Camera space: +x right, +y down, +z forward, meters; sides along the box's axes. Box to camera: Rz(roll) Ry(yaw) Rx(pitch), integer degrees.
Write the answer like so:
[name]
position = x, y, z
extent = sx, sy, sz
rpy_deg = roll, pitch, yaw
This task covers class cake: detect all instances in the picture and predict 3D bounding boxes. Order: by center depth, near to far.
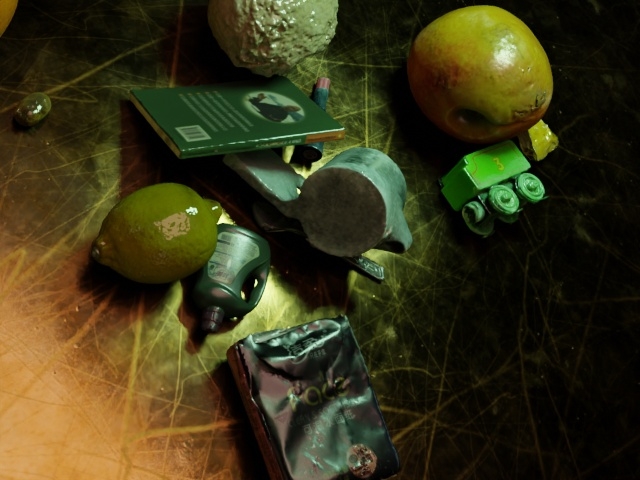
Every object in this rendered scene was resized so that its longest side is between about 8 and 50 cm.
[cake]
position = 0.520, -0.280, 2.217
extent = 0.185, 0.080, 0.116
rpy_deg = 44, 65, -14

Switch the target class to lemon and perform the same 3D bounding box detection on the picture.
[lemon]
position = -0.293, -0.009, 1.552
extent = 0.248, 0.184, 0.184
rpy_deg = -21, 76, -21

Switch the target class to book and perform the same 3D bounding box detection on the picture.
[book]
position = -0.170, -0.254, 1.759
extent = 0.371, 0.043, 0.260
rpy_deg = -11, 39, -31

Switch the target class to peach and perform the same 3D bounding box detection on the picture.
[peach]
position = 0.385, -0.403, 2.055
extent = 0.373, 0.290, 0.372
rpy_deg = -9, 44, 8

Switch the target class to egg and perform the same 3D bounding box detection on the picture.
[egg]
position = -0.105, -0.493, 1.864
extent = 0.279, 0.279, 0.310
rpy_deg = 49, 51, 2

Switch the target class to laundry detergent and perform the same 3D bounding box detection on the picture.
[laundry detergent]
position = -0.172, 0.082, 1.633
extent = 0.144, 0.078, 0.221
rpy_deg = 23, 55, -21

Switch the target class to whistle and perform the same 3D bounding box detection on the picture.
[whistle]
position = -0.004, -0.092, 1.748
extent = 0.405, 0.188, 0.168
rpy_deg = 11, 23, 16

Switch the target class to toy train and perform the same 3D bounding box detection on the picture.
[toy train]
position = 0.405, -0.126, 2.028
extent = 0.243, 0.132, 0.188
rpy_deg = -24, 73, -38

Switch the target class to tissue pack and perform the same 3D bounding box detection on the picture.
[tissue pack]
position = -0.014, 0.310, 1.570
extent = 0.245, 0.123, 0.332
rpy_deg = -9, 70, -35

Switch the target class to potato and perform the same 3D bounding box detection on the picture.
[potato]
position = -0.544, -0.249, 1.628
extent = 0.051, 0.040, 0.083
rpy_deg = 38, 54, -12

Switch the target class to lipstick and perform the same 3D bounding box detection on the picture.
[lipstick]
position = -0.004, -0.279, 1.936
extent = 0.053, 0.053, 0.234
rpy_deg = 23, 53, -16

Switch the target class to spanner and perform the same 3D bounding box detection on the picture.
[spanner]
position = 0.000, 0.000, 1.802
extent = 0.325, 0.026, 0.093
rpy_deg = 29, 52, -13

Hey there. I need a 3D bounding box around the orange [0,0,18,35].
[orange]
position = -0.732, -0.463, 1.463
extent = 0.424, 0.326, 0.424
rpy_deg = 22, 43, -23
